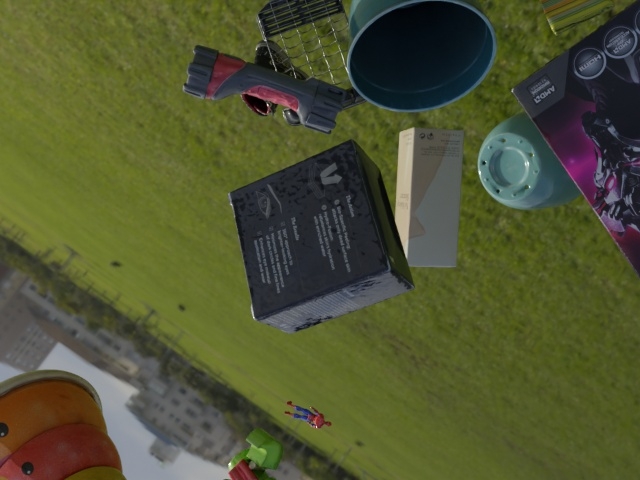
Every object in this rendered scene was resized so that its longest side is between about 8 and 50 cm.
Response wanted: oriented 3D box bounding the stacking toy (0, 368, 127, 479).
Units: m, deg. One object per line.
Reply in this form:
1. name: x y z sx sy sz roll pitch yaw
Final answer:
1. stacking toy: -0.461 0.492 1.382 0.480 0.351 0.350 28 165 36

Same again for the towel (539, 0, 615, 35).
1. towel: 0.413 -0.452 1.260 0.102 0.237 0.021 -20 144 18

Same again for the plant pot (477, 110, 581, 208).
1. plant pot: 0.570 -0.217 2.033 0.293 0.293 0.235 25 -153 35

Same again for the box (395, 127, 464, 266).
1. box: 0.248 -0.098 1.714 0.121 0.311 0.148 2 -178 -8

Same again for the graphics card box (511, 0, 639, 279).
1. graphics card box: 0.466 -0.127 1.025 0.371 0.232 0.094 58 -157 5

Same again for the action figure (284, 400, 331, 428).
1. action figure: -0.024 0.377 1.588 0.115 0.038 0.030 14 178 37

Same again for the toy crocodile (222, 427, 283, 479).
1. toy crocodile: -0.189 0.537 1.521 0.115 0.340 0.105 43 -173 36

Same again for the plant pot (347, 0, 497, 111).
1. plant pot: 0.175 -0.430 1.407 0.271 0.255 0.272 -3 146 -2

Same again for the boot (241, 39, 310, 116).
1. boot: -0.104 -0.373 1.894 0.085 0.179 0.236 -10 141 38

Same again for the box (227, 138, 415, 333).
1. box: 0.000 0.000 0.808 0.093 0.158 0.156 36 -143 -60

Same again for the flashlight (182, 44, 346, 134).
1. flashlight: -0.111 -0.288 1.449 0.304 0.103 0.103 19 157 -10

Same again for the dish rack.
1. dish rack: -0.016 -0.407 1.615 0.074 0.208 0.272 -131 21 -81
